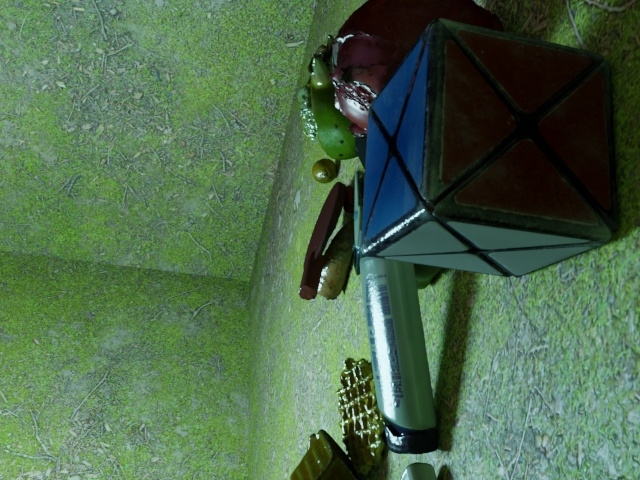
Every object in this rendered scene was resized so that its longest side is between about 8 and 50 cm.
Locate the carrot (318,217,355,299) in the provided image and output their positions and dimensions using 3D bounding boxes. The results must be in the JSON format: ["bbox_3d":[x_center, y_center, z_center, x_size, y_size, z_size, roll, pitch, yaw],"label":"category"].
[{"bbox_3d":[0.055,0.044,2.030,0.102,0.101,0.263,-99,26,-54],"label":"carrot"}]

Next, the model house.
[{"bbox_3d":[-0.002,0.553,1.656,0.268,0.173,0.239,-134,41,-70],"label":"model house"}]

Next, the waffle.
[{"bbox_3d":[0.094,0.398,1.622,0.243,0.058,0.238,-124,44,-59],"label":"waffle"}]

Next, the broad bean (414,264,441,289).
[{"bbox_3d":[0.192,-0.003,1.378,0.228,0.100,0.169,-51,40,46],"label":"broad bean"}]

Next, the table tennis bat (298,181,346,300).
[{"bbox_3d":[0.000,0.000,2.022,0.415,0.051,0.268,-76,11,-46],"label":"table tennis bat"}]

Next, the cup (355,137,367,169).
[{"bbox_3d":[0.143,-0.184,1.422,0.169,0.223,0.177,-38,40,27],"label":"cup"}]

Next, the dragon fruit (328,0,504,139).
[{"bbox_3d":[0.169,-0.300,1.251,0.295,0.301,0.296,-2,-90,-83],"label":"dragon fruit"}]

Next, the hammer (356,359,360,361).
[{"bbox_3d":[0.096,0.330,1.729,0.043,0.043,0.083,-116,34,-69],"label":"hammer"}]

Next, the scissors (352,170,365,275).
[{"bbox_3d":[0.110,-0.055,1.906,0.138,0.041,0.289,126,145,-64],"label":"scissors"}]

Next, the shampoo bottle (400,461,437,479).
[{"bbox_3d":[0.181,0.514,1.150,0.284,0.071,0.153,-112,34,-63],"label":"shampoo bottle"}]

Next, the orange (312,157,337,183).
[{"bbox_3d":[0.015,-0.230,2.372,0.095,0.085,0.085,-118,37,-64],"label":"orange"}]

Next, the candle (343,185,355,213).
[{"bbox_3d":[0.090,-0.122,2.066,0.048,0.053,0.162,55,-166,-24],"label":"candle"}]

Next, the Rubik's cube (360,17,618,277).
[{"bbox_3d":[0.212,-0.105,0.949,0.260,0.254,0.260,142,136,-70],"label":"Rubik's cube"}]

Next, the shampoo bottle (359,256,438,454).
[{"bbox_3d":[0.138,0.204,1.313,0.134,0.078,0.360,-16,80,56],"label":"shampoo bottle"}]

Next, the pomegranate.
[{"bbox_3d":[0.055,-0.358,1.801,0.341,0.260,0.261,63,-159,-51],"label":"pomegranate"}]
